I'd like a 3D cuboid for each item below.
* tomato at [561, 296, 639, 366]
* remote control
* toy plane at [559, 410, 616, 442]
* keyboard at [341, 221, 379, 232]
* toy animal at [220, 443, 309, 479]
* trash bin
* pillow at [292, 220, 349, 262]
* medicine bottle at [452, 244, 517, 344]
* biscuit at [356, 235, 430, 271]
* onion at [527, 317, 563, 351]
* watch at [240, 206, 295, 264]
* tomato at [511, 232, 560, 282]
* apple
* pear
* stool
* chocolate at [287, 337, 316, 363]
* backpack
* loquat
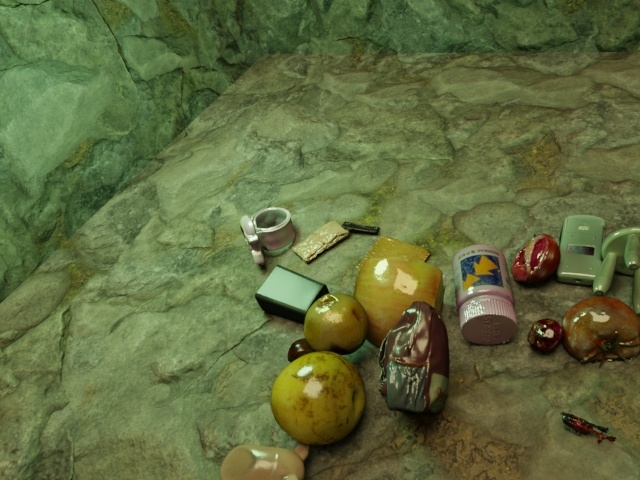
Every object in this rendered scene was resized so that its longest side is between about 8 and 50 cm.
[{"bbox_3d":[0.814,0.246,1.486,0.214,0.155,0.180,-13,39,11],"label":"tomato"},{"bbox_3d":[0.885,0.026,1.747,0.140,0.056,0.296,6,48,27],"label":"remote control"},{"bbox_3d":[0.697,0.490,1.349,0.145,0.060,0.037,24,58,20],"label":"toy plane"},{"bbox_3d":[0.165,-0.054,2.123,0.155,0.010,0.053,11,27,19],"label":"keyboard"},{"bbox_3d":[-0.162,0.654,1.454,0.251,0.153,0.166,-7,36,12],"label":"toy animal"},{"bbox_3d":[-0.100,0.207,1.915,0.226,0.115,0.165,16,55,31],"label":"trash bin"},{"bbox_3d":[0.000,0.000,2.139,0.233,0.043,0.126,-34,39,-10],"label":"pillow"},{"bbox_3d":[0.525,0.170,1.654,0.178,0.178,0.290,-7,43,15],"label":"medicine bottle"},{"bbox_3d":[0.270,0.086,1.963,0.237,0.013,0.232,19,56,36],"label":"biscuit"},{"bbox_3d":[0.677,0.287,1.541,0.107,0.097,0.107,-45,15,15],"label":"onion"},{"bbox_3d":[-0.217,-0.044,2.172,0.218,0.210,0.248,-21,33,-12],"label":"watch"},{"bbox_3d":[0.735,0.071,1.717,0.100,0.189,0.173,23,63,-5],"label":"tomato"},{"bbox_3d":[0.252,0.205,1.731,0.310,0.313,0.252,7,6,20],"label":"apple"},{"bbox_3d":[-0.009,0.460,1.512,0.281,0.280,0.280,-11,43,11],"label":"pear"},{"bbox_3d":[0.947,0.087,1.542,0.195,0.195,0.198,30,50,4],"label":"stool"},{"bbox_3d":[-0.047,0.382,1.701,0.124,0.133,0.127,-23,45,-7],"label":"chocolate"},{"bbox_3d":[0.266,0.330,1.461,0.198,0.283,0.316,2,72,17],"label":"backpack"},{"bbox_3d":[0.051,0.276,1.634,0.213,0.213,0.213,-11,43,11],"label":"loquat"}]
